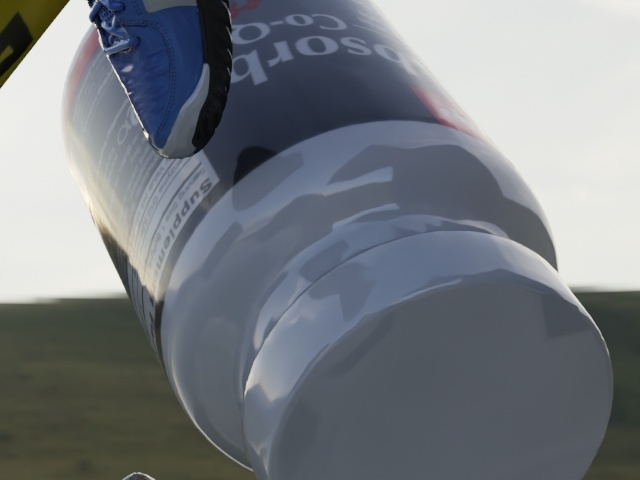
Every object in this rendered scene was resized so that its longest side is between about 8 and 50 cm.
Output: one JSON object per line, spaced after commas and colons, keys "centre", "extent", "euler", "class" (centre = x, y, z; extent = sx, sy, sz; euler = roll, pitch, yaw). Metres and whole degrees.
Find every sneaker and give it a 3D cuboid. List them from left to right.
{"centre": [-0.099, -0.138, 0.913], "extent": [0.081, 0.211, 0.080], "euler": [-13, -5, -28], "class": "sneaker"}

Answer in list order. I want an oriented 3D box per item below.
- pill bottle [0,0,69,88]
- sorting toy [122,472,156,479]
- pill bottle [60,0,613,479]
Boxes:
{"centre": [-0.128, -0.099, 0.580], "extent": [0.119, 0.208, 0.119], "euler": [34, -11, 7], "class": "pill bottle"}
{"centre": [-0.100, 0.236, 1.062], "extent": [0.196, 0.348, 0.047], "euler": [43, 7, -35], "class": "sorting toy"}
{"centre": [0.000, 0.000, 1.036], "extent": [0.210, 0.210, 0.363], "euler": [5, 28, -25], "class": "pill bottle"}
